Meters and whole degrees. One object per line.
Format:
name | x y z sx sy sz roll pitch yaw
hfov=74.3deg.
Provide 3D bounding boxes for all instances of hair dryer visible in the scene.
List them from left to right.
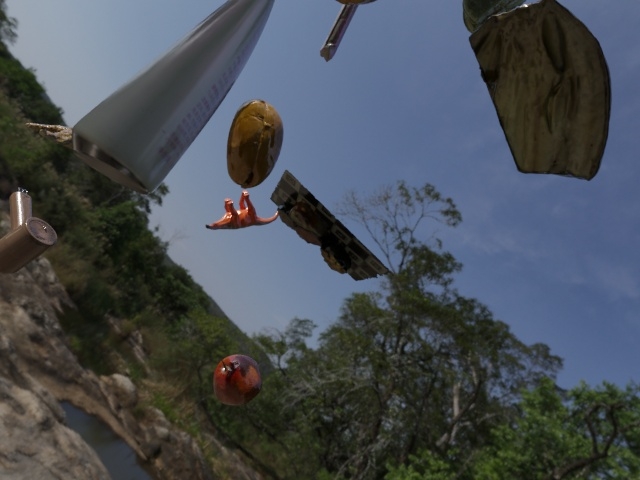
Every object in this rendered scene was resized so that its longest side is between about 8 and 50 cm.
hair dryer | -0.576 -0.032 0.811 0.064 0.117 0.181 44 16 -56

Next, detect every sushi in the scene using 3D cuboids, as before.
sushi | 0.000 0.000 0.604 0.201 0.031 0.139 44 -19 -4

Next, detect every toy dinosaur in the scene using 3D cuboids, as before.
toy dinosaur | -0.180 -0.068 1.023 0.055 0.280 0.101 14 -64 34

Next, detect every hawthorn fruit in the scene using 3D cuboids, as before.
hawthorn fruit | -0.215 0.343 1.052 0.140 0.125 0.125 33 -13 -21

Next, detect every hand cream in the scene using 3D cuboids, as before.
hand cream | -0.175 -0.224 0.581 0.118 0.358 0.185 39 -18 -14

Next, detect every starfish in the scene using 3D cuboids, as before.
starfish | -0.463 -0.216 0.857 0.277 0.236 0.062 45 -52 56

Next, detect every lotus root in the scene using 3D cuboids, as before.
lotus root | 0.402 -0.260 0.769 0.210 0.142 0.313 -3 -71 35

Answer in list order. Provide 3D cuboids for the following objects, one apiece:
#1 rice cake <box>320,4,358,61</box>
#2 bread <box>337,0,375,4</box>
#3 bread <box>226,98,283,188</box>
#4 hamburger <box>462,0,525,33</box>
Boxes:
rice cake | 0.072 -0.695 1.332 0.049 0.269 0.055 27 2 -6
bread | 0.093 -0.711 1.009 0.196 0.142 0.269 20 -43 28
bread | -0.134 -0.200 0.876 0.114 0.189 0.077 12 1 -38
hamburger | 0.314 -0.454 0.783 0.121 0.054 0.084 -32 -110 31
